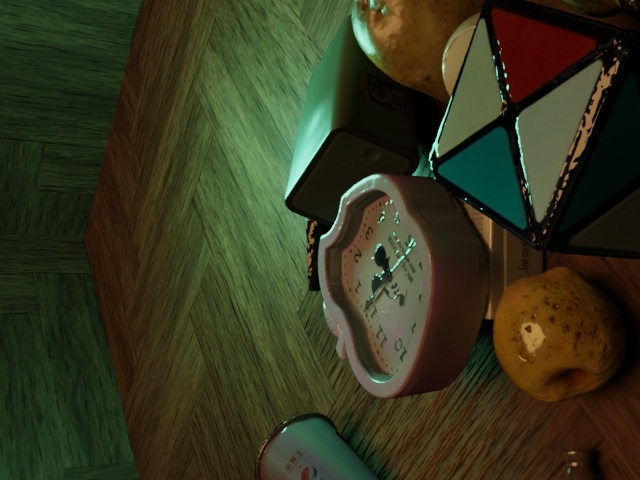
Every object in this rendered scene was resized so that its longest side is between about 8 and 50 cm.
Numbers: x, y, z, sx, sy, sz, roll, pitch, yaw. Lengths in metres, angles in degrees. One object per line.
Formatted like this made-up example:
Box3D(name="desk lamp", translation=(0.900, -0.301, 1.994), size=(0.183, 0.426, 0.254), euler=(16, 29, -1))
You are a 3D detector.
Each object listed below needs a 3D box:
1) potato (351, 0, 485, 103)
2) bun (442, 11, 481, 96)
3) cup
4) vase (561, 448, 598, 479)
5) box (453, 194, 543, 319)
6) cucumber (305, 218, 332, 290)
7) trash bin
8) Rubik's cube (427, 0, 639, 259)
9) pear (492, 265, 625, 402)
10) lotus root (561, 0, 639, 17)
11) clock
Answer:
Box3D(name="potato", translation=(0.161, -0.372, 1.274), size=(0.242, 0.243, 0.285), euler=(32, 118, 57))
Box3D(name="bun", translation=(0.271, -0.259, 1.153), size=(0.173, 0.120, 0.172), euler=(23, 129, 31))
Box3D(name="cup", translation=(0.031, 0.478, 1.465), size=(0.288, 0.203, 0.203), euler=(30, 113, 51))
Box3D(name="vase", translation=(0.345, 0.329, 1.040), size=(0.053, 0.053, 0.100), euler=(-27, 61, 57))
Box3D(name="box", translation=(0.220, 0.023, 1.229), size=(0.260, 0.111, 0.194), euler=(-2, 85, 59))
Box3D(name="cucumber", translation=(0.003, 0.000, 1.673), size=(0.078, 0.062, 0.211), euler=(-34, -58, -85))
Box3D(name="trash bin", translation=(0.055, -0.220, 1.400), size=(0.223, 0.158, 0.343), euler=(127, 155, -45))
Box3D(name="Rubik's cube", translation=(0.317, -0.132, 0.937), size=(0.250, 0.246, 0.248), euler=(45, 126, 53))
Box3D(name="pear", translation=(0.309, 0.119, 1.032), size=(0.178, 0.178, 0.178), euler=(-9, 79, 60))
Box3D(name="lotus root", translation=(0.355, -0.368, 1.005), size=(0.260, 0.129, 0.145), euler=(-105, 34, -44))
Box3D(name="clock", translation=(0.115, 0.068, 1.204), size=(0.338, 0.102, 0.338), euler=(0, 90, 62))
